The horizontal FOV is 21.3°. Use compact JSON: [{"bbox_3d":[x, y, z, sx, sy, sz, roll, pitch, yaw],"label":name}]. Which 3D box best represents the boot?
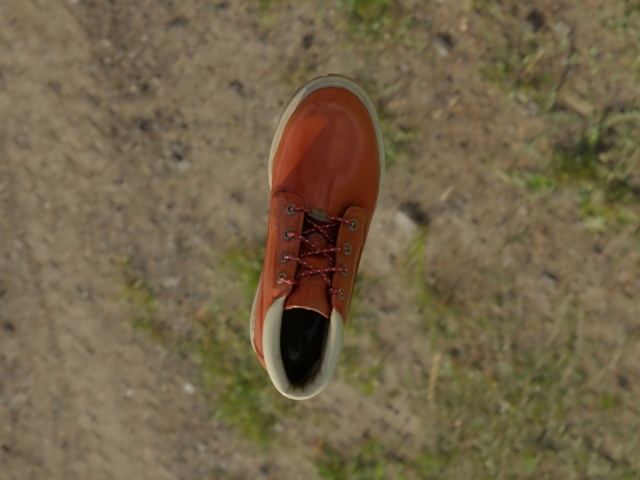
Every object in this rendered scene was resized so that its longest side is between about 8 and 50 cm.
[{"bbox_3d":[0.000,0.000,0.833,0.059,0.084,0.157,7,105,-4],"label":"boot"}]
